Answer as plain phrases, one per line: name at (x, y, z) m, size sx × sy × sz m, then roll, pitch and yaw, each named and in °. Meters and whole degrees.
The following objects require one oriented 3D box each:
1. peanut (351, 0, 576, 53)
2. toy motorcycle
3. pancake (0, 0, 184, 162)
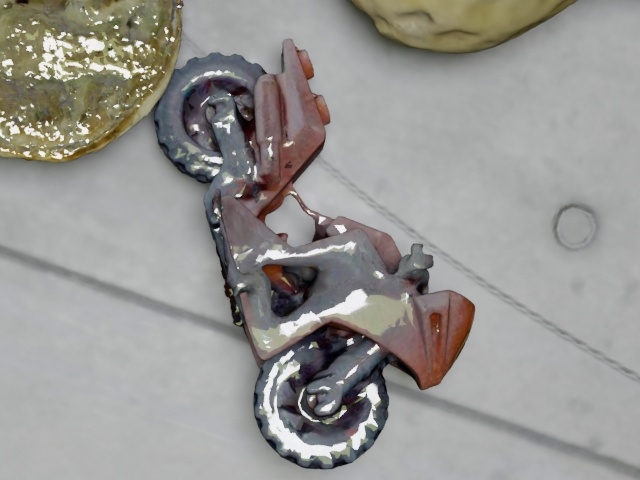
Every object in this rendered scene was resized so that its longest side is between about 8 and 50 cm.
peanut at (0.142, -0.179, 0.686) m, size 0.290 × 0.130 × 0.130 m, roll -18°, pitch 94°, yaw -3°
toy motorcycle at (0.000, 0.000, 0.695) m, size 0.118 × 0.084 × 0.212 m, roll -20°, pitch 82°, yaw -4°
pancake at (-0.139, -0.113, 0.681) m, size 0.158 × 0.028 × 0.158 m, roll 4°, pitch 75°, yaw -16°
